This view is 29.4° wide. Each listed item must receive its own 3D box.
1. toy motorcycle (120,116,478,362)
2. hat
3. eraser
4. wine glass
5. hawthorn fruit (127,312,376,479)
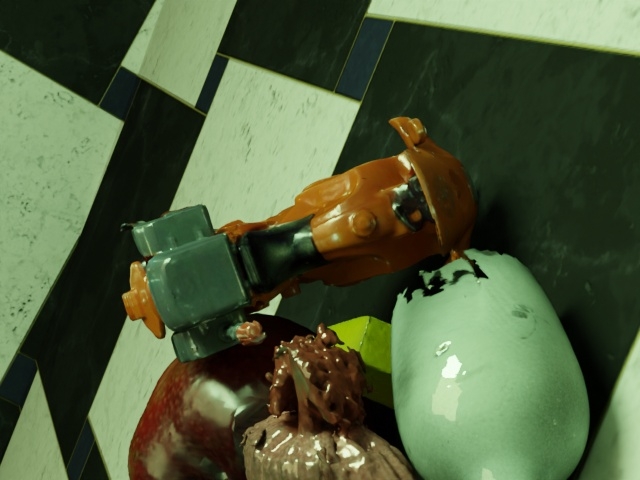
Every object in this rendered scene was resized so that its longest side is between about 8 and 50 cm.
[{"bbox_3d":[0.000,0.000,1.016,0.148,0.325,0.221,70,162,-1],"label":"toy motorcycle"},{"bbox_3d":[0.005,0.204,0.890,0.236,0.107,0.286,6,109,48],"label":"hat"},{"bbox_3d":[0.063,0.105,0.977,0.097,0.122,0.045,-20,50,62],"label":"eraser"},{"bbox_3d":[0.123,0.145,0.783,0.143,0.143,0.321,-57,22,30],"label":"wine glass"},{"bbox_3d":[-0.061,0.162,1.112,0.266,0.210,0.230,-100,32,-56],"label":"hawthorn fruit"}]
